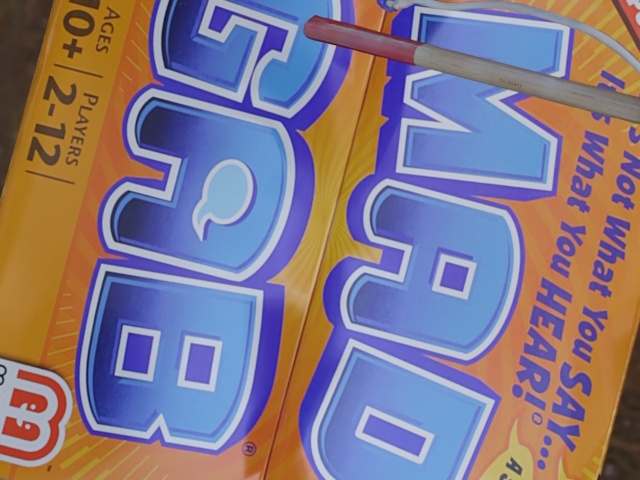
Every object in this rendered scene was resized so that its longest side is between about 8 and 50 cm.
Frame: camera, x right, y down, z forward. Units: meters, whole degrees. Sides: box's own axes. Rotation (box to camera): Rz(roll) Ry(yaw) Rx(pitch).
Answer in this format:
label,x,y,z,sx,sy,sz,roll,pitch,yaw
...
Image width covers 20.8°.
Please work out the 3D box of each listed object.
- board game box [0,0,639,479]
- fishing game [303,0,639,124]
label,x,y,z,sx,sy,sz,roll,pitch,yaw
board game box,0.000,0.000,1.116,0.356,0.356,0.356,130,155,-87
fishing game,0.030,-0.143,0.448,0.189,0.264,0.041,19,45,32
